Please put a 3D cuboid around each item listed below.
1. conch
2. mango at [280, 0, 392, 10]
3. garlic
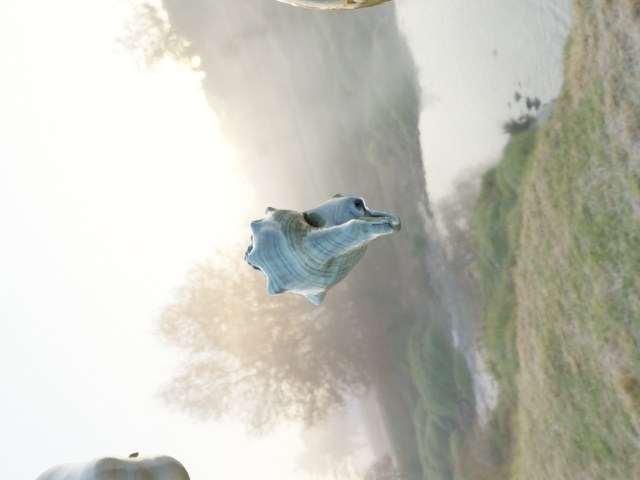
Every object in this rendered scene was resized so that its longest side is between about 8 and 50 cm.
[{"bbox_3d":[0.001,0.007,0.860,0.137,0.233,0.114,-68,-37,-52],"label":"conch"},{"bbox_3d":[0.025,-0.357,0.858,0.120,0.294,0.177,-60,-29,-62],"label":"mango"},{"bbox_3d":[-0.233,0.362,0.850,0.199,0.199,0.226,75,-175,-57],"label":"garlic"}]
